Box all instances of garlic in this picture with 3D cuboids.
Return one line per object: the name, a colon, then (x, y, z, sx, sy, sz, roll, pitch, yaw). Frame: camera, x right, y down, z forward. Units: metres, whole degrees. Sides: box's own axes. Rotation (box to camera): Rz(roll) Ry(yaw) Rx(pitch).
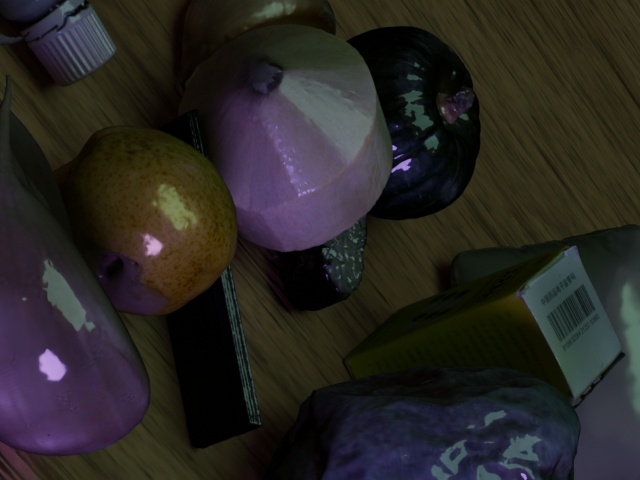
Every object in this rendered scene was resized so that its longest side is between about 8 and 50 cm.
garlic: (-0.073, -0.233, 2.011, 0.206, 0.128, 0.115, -9, 58, -48)
garlic: (-0.241, 0.011, 1.516, 0.246, 0.231, 0.340, -16, 103, -46)

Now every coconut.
coconut: (-0.035, -0.105, 1.873, 0.222, 0.202, 0.202, 66, 22, -59)

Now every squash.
squash: (0.085, -0.127, 2.095, 0.218, 0.172, 0.218, -1, 90, -81)

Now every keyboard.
keyboard: (-0.115, 0.035, 1.808, 0.018, 0.101, 0.310, 0, 72, -43)

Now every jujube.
jujube: (0.098, 0.235, 1.833, 0.246, 0.308, 0.215, -95, -178, -81)

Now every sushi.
sushi: (0.000, 0.000, 1.999, 0.090, 0.078, 0.150, 35, 46, -47)

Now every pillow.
pillow: (0.292, 0.151, 2.206, 0.120, 0.255, 0.322, 102, -23, -73)

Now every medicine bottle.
medicine bottle: (0.172, 0.120, 2.018, 0.137, 0.250, 0.141, -33, 97, -53)
medicine bottle: (-0.267, -0.240, 1.765, 0.203, 0.083, 0.083, 60, 36, -16)

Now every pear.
pear: (-0.164, -0.020, 1.713, 0.178, 0.178, 0.178, 28, 51, -43)
